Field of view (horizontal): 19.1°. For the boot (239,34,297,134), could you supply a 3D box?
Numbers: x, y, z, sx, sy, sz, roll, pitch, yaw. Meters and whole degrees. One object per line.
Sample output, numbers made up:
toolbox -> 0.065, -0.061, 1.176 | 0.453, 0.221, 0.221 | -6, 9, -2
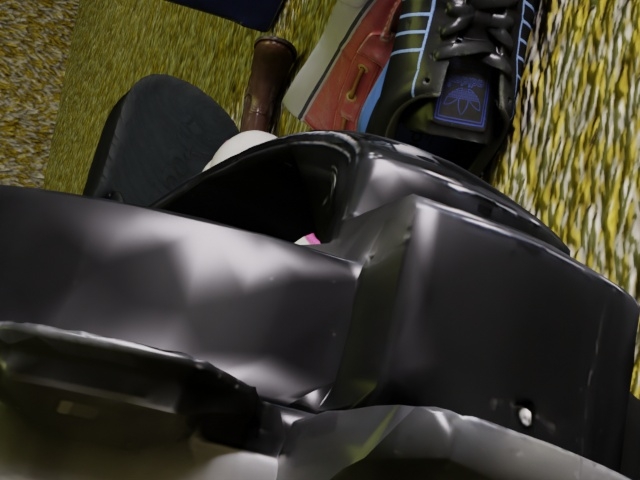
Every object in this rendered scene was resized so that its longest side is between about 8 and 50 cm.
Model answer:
boot -> -0.051, -0.102, 1.578 | 0.106, 0.037, 0.114 | 103, -179, -69

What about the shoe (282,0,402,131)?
shoe -> 0.045, -0.107, 1.073 | 0.063, 0.081, 0.178 | -47, -5, -38

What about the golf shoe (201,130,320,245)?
golf shoe -> 0.000, 0.000, 1.136 | 0.140, 0.115, 0.306 | -57, 25, 22

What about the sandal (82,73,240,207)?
sandal -> -0.134, 0.029, 1.535 | 0.107, 0.167, 0.446 | -36, 37, 42

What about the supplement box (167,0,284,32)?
supplement box -> -0.093, -0.401, 1.751 | 0.195, 0.194, 0.357 | 121, 160, -50

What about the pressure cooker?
pressure cooker -> -0.066, 0.168, 0.559 | 0.375, 0.369, 0.420 | 60, -142, -59

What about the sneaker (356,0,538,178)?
sneaker -> 0.078, -0.110, 0.975 | 0.090, 0.081, 0.232 | -106, 27, -58
